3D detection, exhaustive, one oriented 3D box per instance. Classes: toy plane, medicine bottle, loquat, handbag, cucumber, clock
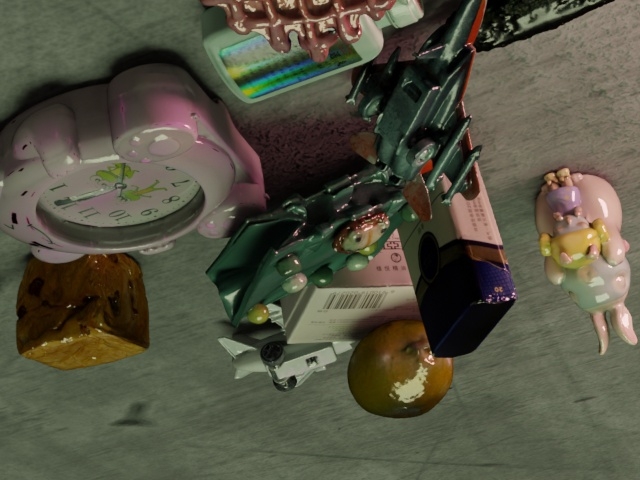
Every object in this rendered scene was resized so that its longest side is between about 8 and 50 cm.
[{"bbox_3d":[0.121,-0.171,1.543,0.104,0.223,0.326,-29,154,-30],"label":"toy plane"},{"bbox_3d":[-0.004,-0.233,1.490,0.229,0.083,0.121,-17,142,16],"label":"medicine bottle"},{"bbox_3d":[0.120,0.186,2.014,0.152,0.152,0.195,4,161,-23],"label":"loquat"},{"bbox_3d":[0.001,0.005,1.772,0.269,0.100,0.274,-23,170,-27],"label":"handbag"},{"bbox_3d":[-0.029,0.171,2.209,0.255,0.101,0.251,-12,140,5],"label":"toy plane"},{"bbox_3d":[0.259,-0.272,1.518,0.300,0.072,0.072,-24,149,26],"label":"cucumber"},{"bbox_3d":[-0.253,-0.078,1.671,0.322,0.113,0.295,-16,151,14],"label":"clock"}]

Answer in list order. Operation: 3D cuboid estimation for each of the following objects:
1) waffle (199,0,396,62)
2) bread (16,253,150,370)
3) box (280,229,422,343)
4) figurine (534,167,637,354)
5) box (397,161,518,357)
[{"bbox_3d":[-0.028,-0.285,1.357,0.234,0.055,0.221,30,126,-21],"label":"waffle"},{"bbox_3d":[-0.333,0.097,1.935,0.143,0.149,0.158,-15,152,17],"label":"bread"},{"bbox_3d":[0.085,0.066,2.041,0.260,0.111,0.194,-2,152,-18],"label":"box"},{"bbox_3d":[0.377,0.029,1.928,0.127,0.235,0.155,-14,151,9],"label":"figurine"},{"bbox_3d":[0.168,0.005,1.795,0.071,0.259,0.168,-2,150,-19],"label":"box"}]
